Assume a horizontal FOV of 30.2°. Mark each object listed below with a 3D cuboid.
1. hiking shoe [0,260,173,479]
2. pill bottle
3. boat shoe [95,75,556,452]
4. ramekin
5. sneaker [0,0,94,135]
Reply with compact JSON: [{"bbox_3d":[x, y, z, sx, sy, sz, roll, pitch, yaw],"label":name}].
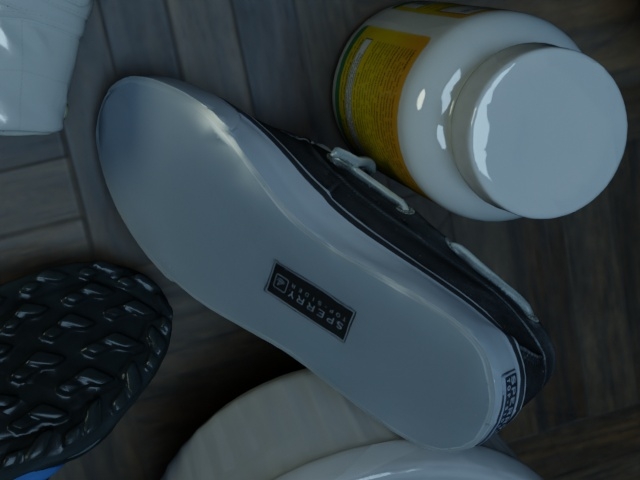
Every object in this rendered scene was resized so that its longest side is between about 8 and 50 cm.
[{"bbox_3d":[-0.216,0.127,0.712,0.113,0.132,0.304,46,67,3],"label":"hiking shoe"},{"bbox_3d":[0.088,-0.076,0.686,0.118,0.208,0.117,-4,104,-15],"label":"pill bottle"},{"bbox_3d":[0.002,-0.003,0.691,0.105,0.306,0.113,-23,138,-53],"label":"boat shoe"},{"bbox_3d":[0.014,0.197,0.740,0.273,0.127,0.272,-9,126,-13],"label":"ramekin"},{"bbox_3d":[-0.266,-0.133,0.627,0.293,0.108,0.169,10,97,-19],"label":"sneaker"}]
